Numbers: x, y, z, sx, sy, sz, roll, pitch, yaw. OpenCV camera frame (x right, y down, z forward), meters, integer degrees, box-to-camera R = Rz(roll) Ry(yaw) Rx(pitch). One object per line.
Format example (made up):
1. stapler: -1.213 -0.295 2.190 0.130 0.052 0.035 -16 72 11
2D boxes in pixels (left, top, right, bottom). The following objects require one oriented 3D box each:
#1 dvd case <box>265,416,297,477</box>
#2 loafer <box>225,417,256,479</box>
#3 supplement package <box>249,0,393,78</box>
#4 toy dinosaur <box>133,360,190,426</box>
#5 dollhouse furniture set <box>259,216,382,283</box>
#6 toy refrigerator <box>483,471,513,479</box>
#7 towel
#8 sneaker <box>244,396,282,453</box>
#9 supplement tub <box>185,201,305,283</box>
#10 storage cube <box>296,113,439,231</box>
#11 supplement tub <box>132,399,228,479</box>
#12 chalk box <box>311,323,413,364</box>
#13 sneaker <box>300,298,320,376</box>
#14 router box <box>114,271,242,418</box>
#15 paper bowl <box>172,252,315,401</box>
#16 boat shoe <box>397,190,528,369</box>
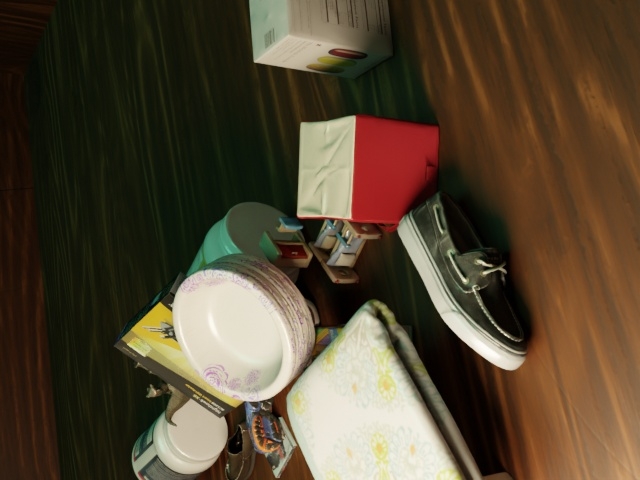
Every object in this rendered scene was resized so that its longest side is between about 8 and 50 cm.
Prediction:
1. dvd case: -0.098 0.490 1.910 0.087 0.013 0.119 57 132 40
2. loafer: -0.204 0.518 2.008 0.080 0.078 0.220 48 127 46
3. supplement package: 0.003 -0.415 1.575 0.139 0.244 0.133 -19 73 55
4. toy dinosaur: -0.384 0.342 2.098 0.313 0.160 0.121 51 121 46
5. dollhouse furniture set: 0.000 0.000 1.623 0.129 0.184 0.129 55 132 41
6. toy refrigerator: 0.238 0.512 1.332 0.094 0.102 0.269 54 131 42
7. towel: 0.097 0.336 1.350 0.320 0.090 0.374 -51 56 39
8. sneaker: -0.151 0.406 1.922 0.087 0.083 0.221 122 147 -49
9. supplement tub: -0.185 0.086 1.858 0.316 0.228 0.228 -56 46 39
10. storage cube: 0.086 -0.125 1.492 0.184 0.193 0.215 6 94 56
11. supplement tub: -0.378 0.551 2.167 0.272 0.191 0.191 -46 53 45
12. chalk box: 0.092 0.226 1.528 0.213 0.132 0.132 -6 83 57
13. sneaker: -0.063 0.256 1.730 0.106 0.163 0.281 -53 48 41
14. router box: -0.266 0.240 1.800 0.243 0.309 0.081 -41 19 35
15. paper bowl: -0.139 0.161 1.592 0.284 0.148 0.284 12 115 28
16. boat shoe: 0.242 0.052 1.317 0.119 0.121 0.335 -51 55 28
